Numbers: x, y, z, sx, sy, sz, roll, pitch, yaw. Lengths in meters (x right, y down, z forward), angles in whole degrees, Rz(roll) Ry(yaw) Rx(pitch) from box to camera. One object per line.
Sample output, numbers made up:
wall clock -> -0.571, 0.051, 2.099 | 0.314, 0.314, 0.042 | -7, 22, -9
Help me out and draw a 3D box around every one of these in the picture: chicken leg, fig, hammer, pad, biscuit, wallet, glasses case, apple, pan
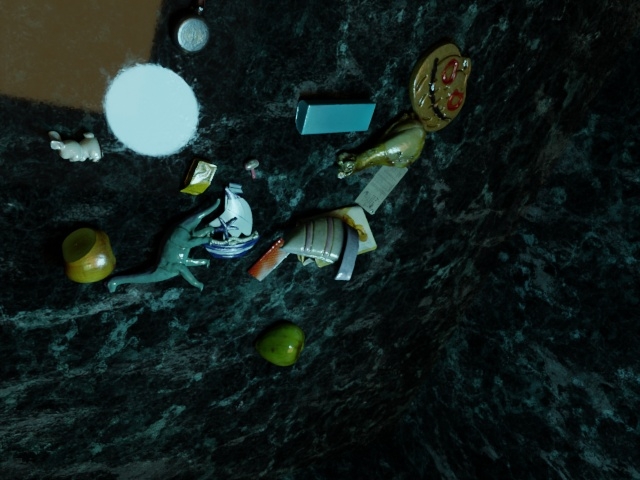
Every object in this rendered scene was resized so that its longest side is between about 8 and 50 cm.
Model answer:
chicken leg -> 0.241, -0.359, 1.937 | 0.429, 0.153, 0.201 | -24, 123, -13
fig -> -0.188, 0.472, 2.232 | 0.225, 0.203, 0.203 | 7, 127, 4
hammer -> -0.240, -0.249, 1.700 | 0.052, 0.031, 0.083 | -26, 146, -17
pad -> 0.274, -0.244, 2.142 | 0.265, 0.009, 0.159 | -52, 138, 7
biscuit -> 0.503, -0.629, 1.977 | 0.314, 0.063, 0.367 | -39, 138, -5
wallet -> -0.207, 0.079, 1.998 | 0.196, 0.020, 0.103 | -45, 140, -1
glasses case -> 0.054, -0.455, 1.748 | 0.301, 0.070, 0.117 | -12, 136, -35
apple -> -0.708, 0.049, 1.466 | 0.147, 0.146, 0.163 | -18, 134, -22
pan -> -0.334, -0.613, 1.314 | 0.115, 0.040, 0.212 | 2, 121, -47

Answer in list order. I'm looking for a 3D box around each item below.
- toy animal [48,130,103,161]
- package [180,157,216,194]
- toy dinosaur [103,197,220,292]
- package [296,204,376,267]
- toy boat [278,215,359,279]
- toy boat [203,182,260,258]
toy animal -> -0.665, -0.249, 1.312 | 0.124, 0.071, 0.085 | -14, 131, -31
package -> -0.401, -0.203, 1.586 | 0.071, 0.047, 0.131 | 13, 112, -48
toy dinosaur -> -0.537, 0.014, 1.634 | 0.331, 0.129, 0.383 | 10, 97, -11
package -> 0.047, -0.005, 2.069 | 0.311, 0.221, 0.165 | -17, 172, -31
toy boat -> 0.030, 0.000, 1.907 | 0.276, 0.293, 0.111 | -59, -177, -36
toy boat -> -0.339, -0.056, 1.750 | 0.210, 0.070, 0.291 | -29, 129, -18
